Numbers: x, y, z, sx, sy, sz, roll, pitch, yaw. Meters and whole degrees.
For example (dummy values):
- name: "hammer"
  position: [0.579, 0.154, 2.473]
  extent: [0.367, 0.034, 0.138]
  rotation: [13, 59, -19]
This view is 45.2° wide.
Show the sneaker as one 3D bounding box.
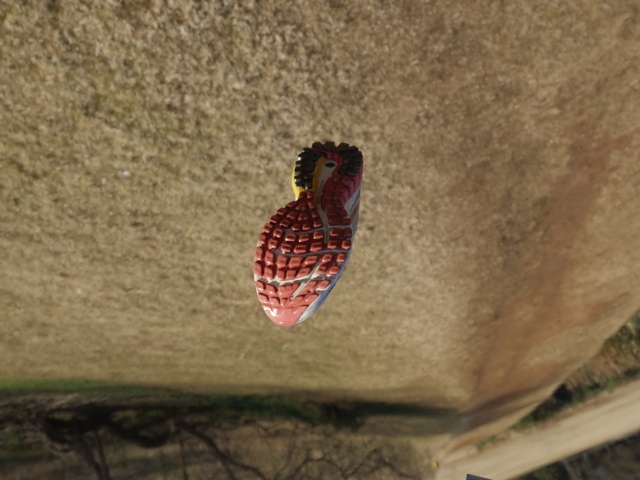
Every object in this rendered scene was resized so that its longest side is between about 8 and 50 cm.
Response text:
- name: "sneaker"
  position: [0.000, 0.000, 0.760]
  extent: [0.088, 0.225, 0.092]
  rotation: [9, 134, 14]

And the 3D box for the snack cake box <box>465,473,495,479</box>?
- name: "snack cake box"
  position: [0.190, 0.441, 0.923]
  extent: [0.089, 0.264, 0.152]
  rotation: [11, -164, 13]
